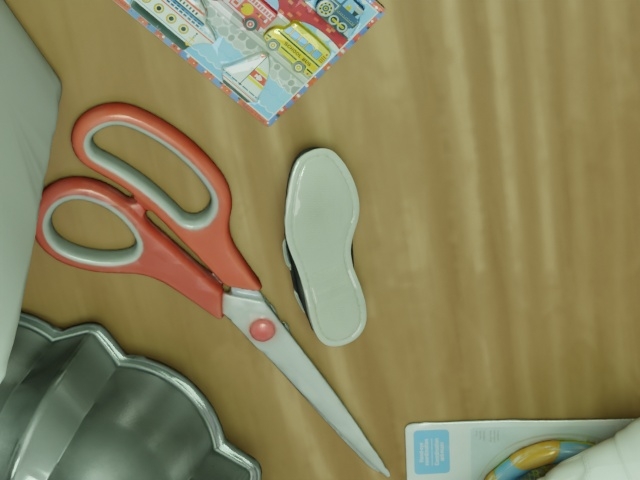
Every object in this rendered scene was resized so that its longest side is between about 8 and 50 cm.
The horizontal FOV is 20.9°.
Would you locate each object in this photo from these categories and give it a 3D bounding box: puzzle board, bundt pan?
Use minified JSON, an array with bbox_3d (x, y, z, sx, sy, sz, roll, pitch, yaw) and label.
[{"bbox_3d":[-0.043,-0.131,0.938,0.128,0.011,0.096,39,110,-20],"label":"puzzle board"},{"bbox_3d":[-0.189,0.212,1.002,0.330,0.124,0.331,2,103,7],"label":"bundt pan"}]

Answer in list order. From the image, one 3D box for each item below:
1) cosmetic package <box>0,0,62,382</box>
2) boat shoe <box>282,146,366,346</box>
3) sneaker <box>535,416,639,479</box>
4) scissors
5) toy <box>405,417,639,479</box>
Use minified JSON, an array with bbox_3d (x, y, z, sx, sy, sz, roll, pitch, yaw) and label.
[{"bbox_3d":[-0.378,-0.044,0.795,0.393,0.327,0.329,-29,116,12],"label":"cosmetic package"},{"bbox_3d":[0.000,0.000,0.997,0.046,0.038,0.125,-20,120,-13],"label":"boat shoe"},{"bbox_3d":[0.185,0.252,1.049,0.169,0.108,0.292,-27,111,11],"label":"sneaker"},{"bbox_3d":[-0.038,0.034,1.022,0.297,0.021,0.109,37,109,-18],"label":"scissors"},{"bbox_3d":[0.175,0.179,1.090,0.237,0.056,0.137,-3,118,0],"label":"toy"}]
